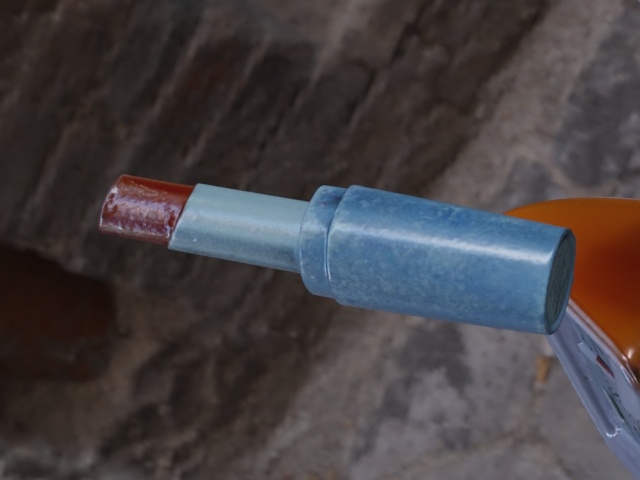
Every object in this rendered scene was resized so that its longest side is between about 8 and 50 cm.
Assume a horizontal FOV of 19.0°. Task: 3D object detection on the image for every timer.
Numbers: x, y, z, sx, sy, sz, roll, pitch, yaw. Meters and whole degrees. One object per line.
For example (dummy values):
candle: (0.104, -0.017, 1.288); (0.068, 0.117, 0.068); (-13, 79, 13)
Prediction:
timer: (0.251, 0.095, 1.419); (0.161, 0.257, 0.250); (-41, 31, -15)

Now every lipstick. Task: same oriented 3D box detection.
lipstick: (0.000, 0.000, 1.054); (0.274, 0.068, 0.061); (10, 53, 20)
